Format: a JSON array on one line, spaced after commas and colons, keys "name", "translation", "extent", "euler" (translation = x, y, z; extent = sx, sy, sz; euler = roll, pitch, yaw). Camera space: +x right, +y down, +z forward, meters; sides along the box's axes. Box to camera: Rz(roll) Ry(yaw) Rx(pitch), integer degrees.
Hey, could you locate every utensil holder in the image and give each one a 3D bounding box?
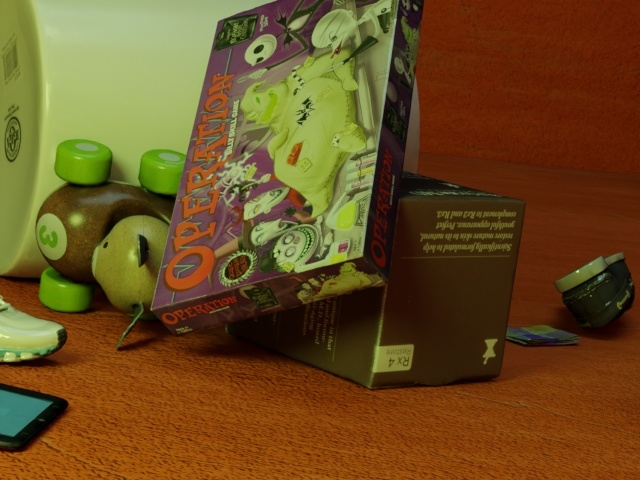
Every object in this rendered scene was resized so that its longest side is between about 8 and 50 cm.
[{"name": "utensil holder", "translation": [-0.142, -0.107, 1.849], "extent": [0.385, 0.328, 0.327], "euler": [1, 10, -25]}]

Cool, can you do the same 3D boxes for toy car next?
[{"name": "toy car", "translation": [-0.177, 0.017, 1.588], "extent": [0.149, 0.155, 0.188], "euler": [6, 21, -11]}]

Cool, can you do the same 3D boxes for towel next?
[{"name": "towel", "translation": [0.219, 0.096, 1.843], "extent": [0.083, 0.009, 0.060], "euler": [1, 11, -40]}]

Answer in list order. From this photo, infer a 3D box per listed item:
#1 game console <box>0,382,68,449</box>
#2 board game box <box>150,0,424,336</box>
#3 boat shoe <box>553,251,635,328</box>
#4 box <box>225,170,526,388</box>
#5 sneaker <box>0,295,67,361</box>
[{"name": "game console", "translation": [-0.247, 0.083, 1.243], "extent": [0.085, 0.124, 0.144], "euler": [-18, 5, 7]}, {"name": "board game box", "translation": [-0.022, -0.087, 1.559], "extent": [0.208, 0.347, 0.056], "euler": [-19, -46, 30]}, {"name": "boat shoe", "translation": [0.310, 0.060, 2.000], "extent": [0.081, 0.069, 0.228], "euler": [-31, -7, 15]}, {"name": "box", "translation": [0.046, 0.025, 1.615], "extent": [0.168, 0.167, 0.203], "euler": [0, 11, -43]}, {"name": "sneaker", "translation": [-0.292, 0.047, 1.446], "extent": [0.190, 0.083, 0.071], "euler": [11, 7, 13]}]
